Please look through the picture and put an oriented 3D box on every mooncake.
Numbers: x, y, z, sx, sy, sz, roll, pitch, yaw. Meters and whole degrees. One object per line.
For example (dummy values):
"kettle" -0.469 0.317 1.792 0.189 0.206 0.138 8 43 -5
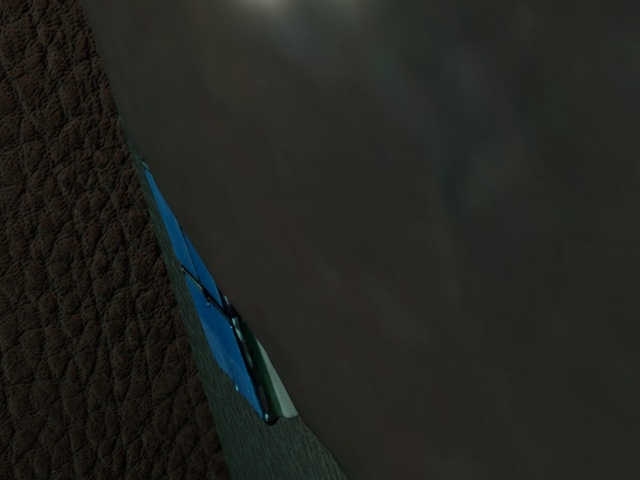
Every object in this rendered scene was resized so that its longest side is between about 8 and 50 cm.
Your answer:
"mooncake" 0.115 -0.033 0.454 0.381 0.212 0.350 37 142 39

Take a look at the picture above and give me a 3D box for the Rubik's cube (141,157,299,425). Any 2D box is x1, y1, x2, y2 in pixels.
"Rubik's cube" 0.000 -0.001 1.345 0.183 0.180 0.167 -136 26 -71
